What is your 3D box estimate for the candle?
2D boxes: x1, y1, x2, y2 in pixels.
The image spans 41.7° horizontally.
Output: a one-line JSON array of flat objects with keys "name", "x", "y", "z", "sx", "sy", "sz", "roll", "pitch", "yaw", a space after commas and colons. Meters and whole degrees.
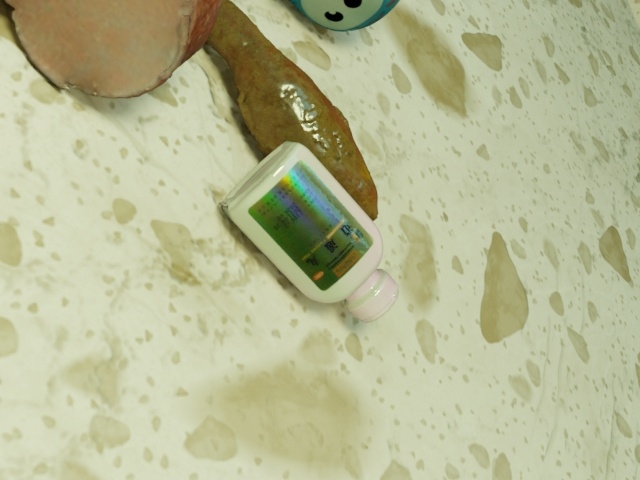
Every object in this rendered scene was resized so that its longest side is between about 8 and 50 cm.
[{"name": "candle", "x": -0.206, "y": -0.312, "z": 0.777, "sx": 0.317, "sy": 0.287, "sz": 0.131, "roll": 46, "pitch": 36, "yaw": -15}]

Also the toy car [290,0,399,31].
[{"name": "toy car", "x": 0.002, "y": -0.404, "z": 1.134, "sx": 0.190, "sy": 0.188, "sz": 0.255, "roll": -35, "pitch": 98, "yaw": -43}]

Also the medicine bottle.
[{"name": "medicine bottle", "x": 0.000, "y": 0.000, "z": 0.955, "sx": 0.115, "sy": 0.078, "sz": 0.219, "roll": -45, "pitch": 108, "yaw": -7}]

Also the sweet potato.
[{"name": "sweet potato", "x": -0.055, "y": -0.172, "z": 1.002, "sx": 0.385, "sy": 0.109, "sz": 0.109, "roll": 54, "pitch": 39, "yaw": -5}]
